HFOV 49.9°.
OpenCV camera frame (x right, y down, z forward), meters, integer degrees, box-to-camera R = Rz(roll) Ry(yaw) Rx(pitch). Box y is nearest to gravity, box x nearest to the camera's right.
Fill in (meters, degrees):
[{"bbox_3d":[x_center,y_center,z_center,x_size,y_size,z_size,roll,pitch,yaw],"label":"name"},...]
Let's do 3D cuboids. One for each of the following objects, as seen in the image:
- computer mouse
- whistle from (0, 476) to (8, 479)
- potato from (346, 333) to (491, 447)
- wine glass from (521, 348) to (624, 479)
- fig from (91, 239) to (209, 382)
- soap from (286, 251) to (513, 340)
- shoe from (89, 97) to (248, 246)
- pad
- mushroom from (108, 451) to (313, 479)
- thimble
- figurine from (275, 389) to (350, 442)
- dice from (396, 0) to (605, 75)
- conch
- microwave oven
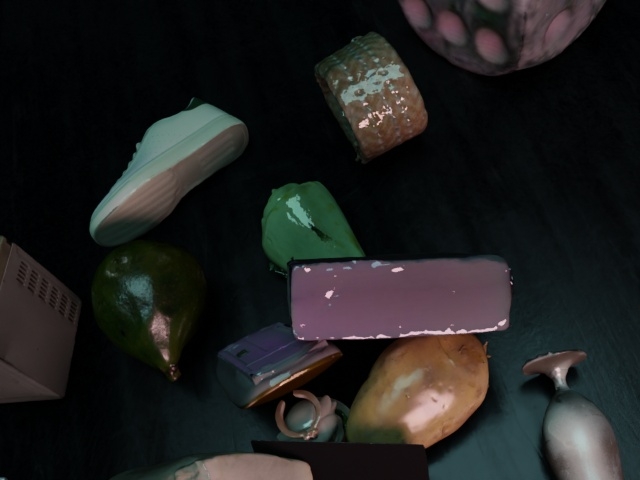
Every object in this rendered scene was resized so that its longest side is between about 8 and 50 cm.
[{"bbox_3d":[-0.069,0.184,1.030,0.158,0.310,0.071,-26,96,-17],"label":"computer mouse"},{"bbox_3d":[-0.571,0.413,1.150,0.100,0.035,0.035,-14,59,5],"label":"whistle"},{"bbox_3d":[0.147,0.227,1.017,0.161,0.128,0.234,32,79,2],"label":"potato"},{"bbox_3d":[0.356,0.268,0.961,0.103,0.103,0.222,-12,62,7],"label":"wine glass"},{"bbox_3d":[-0.275,0.117,1.149,0.195,0.195,0.244,-28,50,-2],"label":"fig"},{"bbox_3d":[0.094,0.069,0.991,0.286,0.296,0.107,-3,91,-3],"label":"soap"},{"bbox_3d":[-0.324,-0.149,1.345,0.363,0.131,0.160,-41,61,-14],"label":"shoe"},{"bbox_3d":[0.033,0.337,0.974,0.243,0.163,0.004,-2,36,14],"label":"pad"},{"bbox_3d":[-0.219,0.376,0.960,0.408,0.154,0.137,-22,74,21],"label":"mushroom"},{"bbox_3d":[0.087,-0.266,1.264,0.148,0.196,0.229,-28,60,-1],"label":"thimble"},{"bbox_3d":[-0.017,0.274,1.017,0.133,0.153,0.132,-6,60,11],"label":"figurine"},{"bbox_3d":[0.344,-0.539,1.274,0.348,0.330,0.328,-45,60,-10],"label":"dice"},{"bbox_3d":[-0.016,0.007,1.201,0.144,0.137,0.250,-18,76,-27],"label":"conch"},{"bbox_3d":[-0.637,0.142,1.170,0.355,0.286,0.218,-7,60,11],"label":"microwave oven"}]
